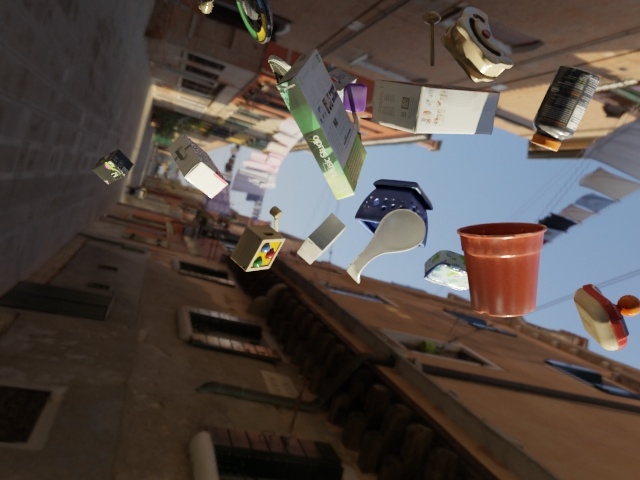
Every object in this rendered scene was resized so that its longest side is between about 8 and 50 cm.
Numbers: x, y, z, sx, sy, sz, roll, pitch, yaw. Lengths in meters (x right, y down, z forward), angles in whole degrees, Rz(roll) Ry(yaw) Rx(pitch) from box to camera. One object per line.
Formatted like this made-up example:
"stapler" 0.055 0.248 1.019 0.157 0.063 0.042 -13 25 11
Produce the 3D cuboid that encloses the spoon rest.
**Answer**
"spoon rest" 0.196 0.012 1.600 0.276 0.137 0.084 -41 159 -8

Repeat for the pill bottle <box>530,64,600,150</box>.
"pill bottle" 0.749 -0.406 1.657 0.130 0.131 0.245 -119 -132 -65

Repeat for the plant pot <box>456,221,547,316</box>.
"plant pot" 0.583 0.091 1.709 0.272 0.273 0.264 -157 -120 -72

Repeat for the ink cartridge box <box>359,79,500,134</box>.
"ink cartridge box" 0.316 -0.401 1.584 0.272 0.310 0.130 31 -59 51

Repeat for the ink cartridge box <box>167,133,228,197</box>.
"ink cartridge box" -0.462 -0.281 1.997 0.092 0.158 0.218 -41 -131 6

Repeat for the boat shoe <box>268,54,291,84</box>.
"boat shoe" -0.129 -0.609 2.036 0.078 0.219 0.070 16 -112 52

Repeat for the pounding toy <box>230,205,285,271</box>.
"pounding toy" -0.170 -0.006 1.772 0.094 0.181 0.206 39 -70 23

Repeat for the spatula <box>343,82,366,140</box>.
"spatula" 0.119 -0.379 1.777 0.030 0.084 0.296 156 -67 -72

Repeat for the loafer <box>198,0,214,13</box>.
"loafer" -0.393 -0.812 1.819 0.148 0.056 0.050 -97 -157 -58

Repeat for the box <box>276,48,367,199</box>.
"box" 0.015 -0.294 1.340 0.059 0.322 0.232 -18 -152 25

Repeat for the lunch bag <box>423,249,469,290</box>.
"lunch bag" 0.550 0.130 2.208 0.176 0.219 0.090 130 -26 -56

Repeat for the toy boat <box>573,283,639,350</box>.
"toy boat" 0.811 0.196 1.480 0.231 0.151 0.150 -63 130 -76

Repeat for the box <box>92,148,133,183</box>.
"box" -0.577 -0.204 1.480 0.083 0.062 0.052 -16 -140 30

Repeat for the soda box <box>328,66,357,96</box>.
"soda box" 0.047 -0.541 1.915 0.098 0.091 0.286 -63 177 31

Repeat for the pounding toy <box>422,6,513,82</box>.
"pounding toy" 0.414 -0.558 1.536 0.154 0.269 0.155 -32 173 -37

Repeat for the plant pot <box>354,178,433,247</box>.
"plant pot" 0.316 -0.120 2.181 0.236 0.236 0.212 11 -107 37

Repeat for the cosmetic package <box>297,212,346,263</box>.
"cosmetic package" 0.000 0.000 1.504 0.099 0.060 0.239 -48 179 -14

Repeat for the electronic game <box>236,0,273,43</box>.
"electronic game" -0.204 -0.701 1.579 0.229 0.048 0.229 55 -17 26
